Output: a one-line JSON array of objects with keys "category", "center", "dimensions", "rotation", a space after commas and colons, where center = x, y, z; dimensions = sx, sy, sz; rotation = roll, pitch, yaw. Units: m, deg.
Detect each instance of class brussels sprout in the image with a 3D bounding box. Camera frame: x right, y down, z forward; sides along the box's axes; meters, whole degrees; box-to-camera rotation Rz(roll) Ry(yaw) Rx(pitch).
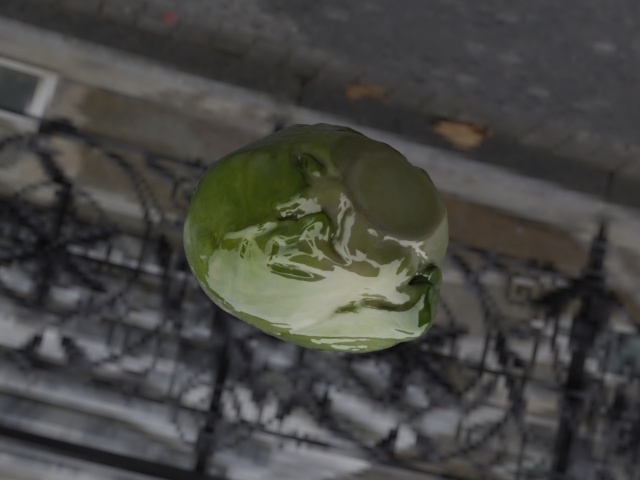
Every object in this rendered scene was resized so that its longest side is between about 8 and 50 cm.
[{"category": "brussels sprout", "center": [-0.001, -0.004, 0.970], "dimensions": [0.155, 0.117, 0.155], "rotation": [7, 146, 5]}]
